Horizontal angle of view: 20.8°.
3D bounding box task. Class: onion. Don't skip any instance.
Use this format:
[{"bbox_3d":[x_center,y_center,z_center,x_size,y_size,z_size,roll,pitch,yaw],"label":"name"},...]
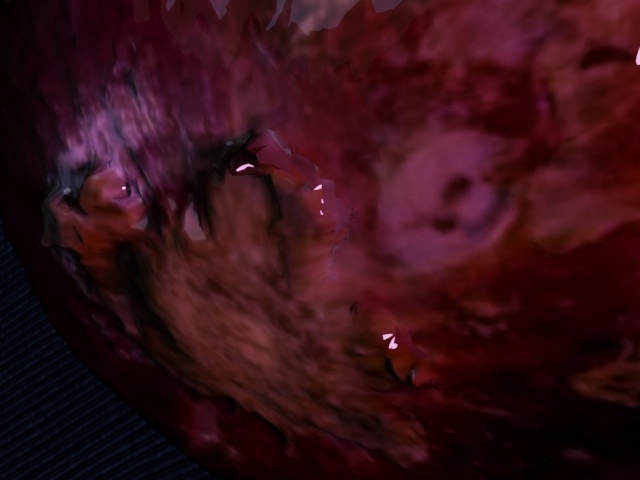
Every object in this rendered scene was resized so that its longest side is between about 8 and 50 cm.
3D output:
[{"bbox_3d":[0.084,-0.068,0.626,0.348,0.348,0.385,-25,15,47],"label":"onion"}]
